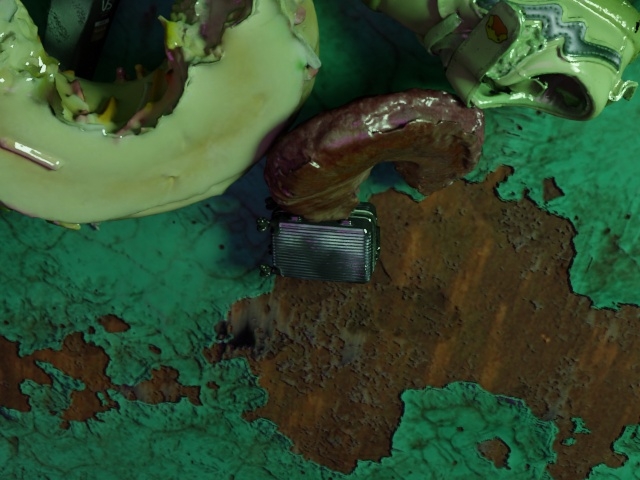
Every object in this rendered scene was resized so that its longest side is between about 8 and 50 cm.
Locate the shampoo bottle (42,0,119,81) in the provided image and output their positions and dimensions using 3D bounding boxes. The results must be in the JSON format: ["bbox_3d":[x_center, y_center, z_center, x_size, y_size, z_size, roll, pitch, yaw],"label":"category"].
[{"bbox_3d":[-0.233,-0.229,1.164,0.063,0.057,0.207,29,125,5],"label":"shampoo bottle"}]

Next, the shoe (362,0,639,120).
[{"bbox_3d":[0.160,-0.190,1.042,0.262,0.128,0.140,15,150,-8],"label":"shoe"}]

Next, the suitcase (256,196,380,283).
[{"bbox_3d":[0.000,0.000,1.273,0.126,0.059,0.086,5,128,9],"label":"suitcase"}]

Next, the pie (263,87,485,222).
[{"bbox_3d":[0.052,-0.079,1.134,0.219,0.054,0.204,-18,161,12],"label":"pie"}]

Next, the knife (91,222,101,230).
[{"bbox_3d":[-0.323,-0.122,1.287,0.047,0.017,0.298,-21,122,28],"label":"knife"}]

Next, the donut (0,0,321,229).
[{"bbox_3d":[-0.189,-0.154,1.095,0.371,0.150,0.307,-9,136,-8],"label":"donut"}]
